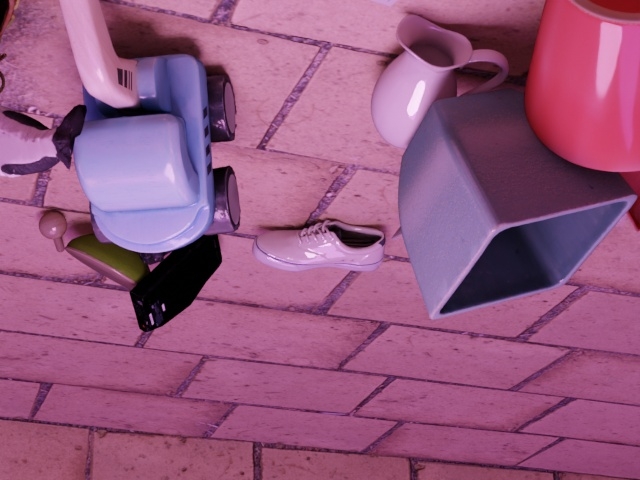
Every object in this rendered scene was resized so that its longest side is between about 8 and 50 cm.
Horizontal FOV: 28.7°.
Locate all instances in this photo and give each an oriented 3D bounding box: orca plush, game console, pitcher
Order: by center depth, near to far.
[{"bbox_3d":[-0.412,-0.156,1.710,0.287,0.151,0.102,-9,-168,38],"label":"orca plush"},{"bbox_3d":[0.172,-0.223,1.857,0.177,0.125,0.207,15,144,-3],"label":"pitcher"},{"bbox_3d":[-0.277,0.001,2.297,0.044,0.213,0.361,27,145,26],"label":"game console"}]

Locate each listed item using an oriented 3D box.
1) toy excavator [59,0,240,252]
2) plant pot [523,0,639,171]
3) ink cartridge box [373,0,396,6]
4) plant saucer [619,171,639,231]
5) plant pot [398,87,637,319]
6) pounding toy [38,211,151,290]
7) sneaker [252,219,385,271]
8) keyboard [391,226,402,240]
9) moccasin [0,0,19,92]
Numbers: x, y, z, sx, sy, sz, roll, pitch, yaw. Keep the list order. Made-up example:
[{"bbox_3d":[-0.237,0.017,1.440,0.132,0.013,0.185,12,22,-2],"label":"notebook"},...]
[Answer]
[{"bbox_3d":[-0.268,-0.194,1.768,0.222,0.433,0.445,-4,-178,8],"label":"toy excavator"},{"bbox_3d":[0.404,-0.266,1.645,0.275,0.275,0.243,-3,144,6],"label":"plant pot"},{"bbox_3d":[0.028,-0.379,1.535,0.175,0.127,0.072,13,154,-24],"label":"ink cartridge box"},{"bbox_3d":[0.527,-0.169,1.922,0.259,0.048,0.258,-49,145,-1],"label":"plant saucer"},{"bbox_3d":[0.248,-0.073,1.798,0.248,0.252,0.247,-12,151,-26],"label":"plant pot"},{"bbox_3d":[-0.404,0.003,2.387,0.237,0.110,0.183,27,168,10],"label":"pounding toy"},{"bbox_3d":[0.000,0.000,2.388,0.258,0.094,0.091,1,136,-12],"label":"sneaker"},{"bbox_3d":[0.215,-0.057,2.241,0.014,0.072,0.256,41,148,-15],"label":"keyboard"},{"bbox_3d":[-0.492,-0.281,1.707,0.139,0.147,0.380,9,153,-35],"label":"moccasin"}]
